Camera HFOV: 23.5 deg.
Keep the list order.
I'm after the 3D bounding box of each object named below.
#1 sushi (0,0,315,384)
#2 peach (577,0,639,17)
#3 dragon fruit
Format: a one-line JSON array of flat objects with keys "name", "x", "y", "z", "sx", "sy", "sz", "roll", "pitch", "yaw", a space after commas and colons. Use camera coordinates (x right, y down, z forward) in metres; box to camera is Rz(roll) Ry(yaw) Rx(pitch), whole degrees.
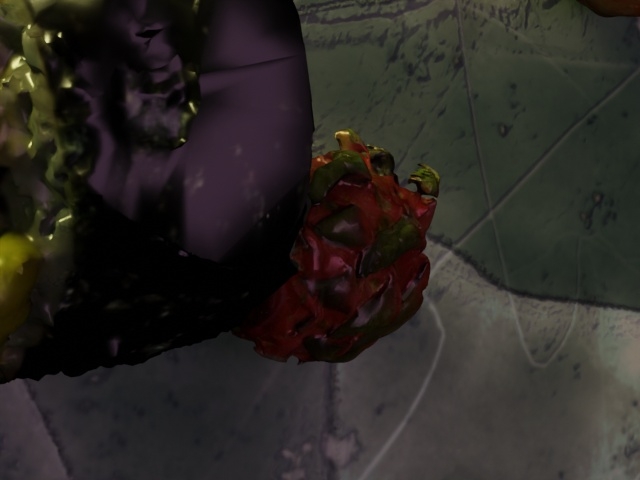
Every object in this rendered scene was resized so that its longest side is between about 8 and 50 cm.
[{"name": "sushi", "x": -0.193, "y": -0.061, "z": 0.846, "sx": 0.285, "sy": 0.329, "sz": 0.327, "roll": -18, "pitch": 110, "yaw": -38}, {"name": "peach", "x": 0.244, "y": -0.276, "z": 1.210, "sx": 0.232, "sy": 0.232, "sz": 0.232, "roll": -5, "pitch": 98, "yaw": -34}, {"name": "dragon fruit", "x": 0.000, "y": 0.000, "z": 1.097, "sx": 0.172, "sy": 0.160, "sz": 0.166, "roll": -15, "pitch": 68, "yaw": -47}]
